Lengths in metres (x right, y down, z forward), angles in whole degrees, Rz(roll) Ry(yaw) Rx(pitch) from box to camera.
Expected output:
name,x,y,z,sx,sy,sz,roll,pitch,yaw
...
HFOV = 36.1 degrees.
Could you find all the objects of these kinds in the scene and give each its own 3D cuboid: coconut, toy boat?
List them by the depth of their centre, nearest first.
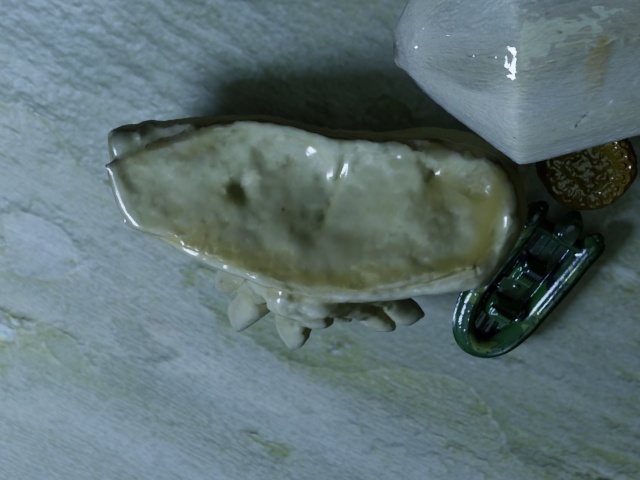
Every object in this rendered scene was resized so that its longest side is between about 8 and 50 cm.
name,x,y,z,sx,sy,sz,roll,pitch,yaw
coconut,0.197,-0.191,0.877,0.266,0.237,0.237,-10,116,12
toy boat,0.224,0.048,1.098,0.104,0.052,0.210,29,115,-12

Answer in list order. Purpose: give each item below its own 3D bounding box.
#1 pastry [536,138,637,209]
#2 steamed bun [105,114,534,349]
name,x,y,z,sx,sy,sz,roll,pitch,yaw
pastry,0.278,-0.079,1.025,0.097,0.057,0.109,24,115,-6
steamed bun,0.000,0.000,1.044,0.428,0.189,0.247,2,88,3
